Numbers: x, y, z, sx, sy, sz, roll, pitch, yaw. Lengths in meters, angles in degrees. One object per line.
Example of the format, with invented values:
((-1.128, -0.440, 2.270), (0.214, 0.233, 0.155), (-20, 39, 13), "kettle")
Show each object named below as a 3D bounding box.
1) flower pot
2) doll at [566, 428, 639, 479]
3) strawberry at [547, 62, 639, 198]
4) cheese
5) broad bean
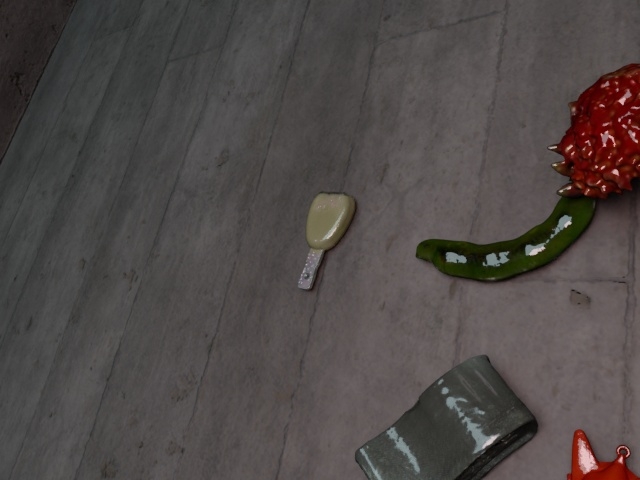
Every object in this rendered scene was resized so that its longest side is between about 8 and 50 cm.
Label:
((0.166, 0.265, 0.753), (0.229, 0.103, 0.108), (-42, 49, 8), "flower pot")
((0.320, 0.313, 0.647), (0.109, 0.057, 0.169), (15, 74, 37), "doll")
((0.436, -0.173, 0.698), (0.233, 0.138, 0.306), (-43, 12, -30), "strawberry")
((0.000, 0.000, 1.058), (0.097, 0.037, 0.192), (8, 70, 39), "cheese")
((0.287, -0.011, 0.857), (0.292, 0.049, 0.144), (-32, 45, 15), "broad bean")
